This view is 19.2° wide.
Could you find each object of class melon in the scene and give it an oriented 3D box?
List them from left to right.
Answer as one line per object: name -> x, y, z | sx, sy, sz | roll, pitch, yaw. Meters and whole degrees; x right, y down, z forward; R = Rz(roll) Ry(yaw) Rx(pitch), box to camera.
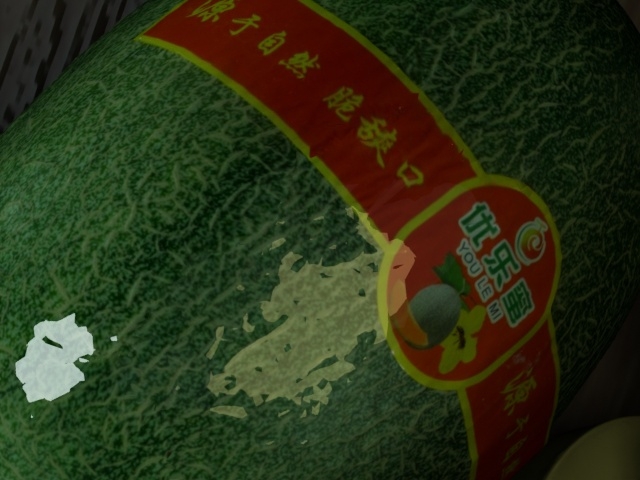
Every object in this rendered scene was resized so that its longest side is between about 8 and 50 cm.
melon -> 0.000, 0.000, 0.582 | 0.287, 0.182, 0.182 | -44, 110, -24

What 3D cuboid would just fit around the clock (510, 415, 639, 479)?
clock -> 0.129, 0.180, 0.692 | 0.235, 0.029, 0.235 | 22, 58, -42
